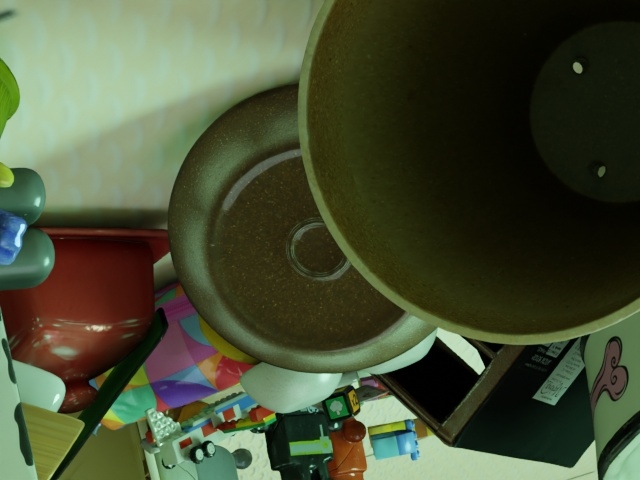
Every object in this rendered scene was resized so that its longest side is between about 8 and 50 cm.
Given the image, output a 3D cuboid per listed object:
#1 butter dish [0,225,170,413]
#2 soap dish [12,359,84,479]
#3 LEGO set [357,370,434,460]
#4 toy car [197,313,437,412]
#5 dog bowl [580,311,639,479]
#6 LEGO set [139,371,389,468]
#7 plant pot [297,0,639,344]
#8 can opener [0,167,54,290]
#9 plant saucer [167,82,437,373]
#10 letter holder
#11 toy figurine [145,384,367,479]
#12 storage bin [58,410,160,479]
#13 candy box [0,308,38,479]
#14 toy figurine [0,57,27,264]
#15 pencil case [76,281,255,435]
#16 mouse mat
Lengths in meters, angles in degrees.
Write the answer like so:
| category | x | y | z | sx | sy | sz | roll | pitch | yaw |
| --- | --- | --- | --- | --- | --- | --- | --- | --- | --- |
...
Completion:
| category | x | y | z | sx | sy | sz | roll | pitch | yaw |
| --- | --- | --- | --- | --- | --- | --- | --- | --- | --- |
| butter dish | -0.185 | 0.064 | 1.242 | 0.160 | 0.118 | 0.160 | 0 | 156 | -42 |
| soap dish | -0.327 | 0.138 | 1.182 | 0.291 | 0.118 | 0.229 | 18 | 151 | -16 |
| LEGO set | 0.089 | 0.162 | 1.709 | 0.093 | 0.087 | 0.227 | -11 | 180 | -1 |
| toy car | 0.009 | 0.027 | 1.243 | 0.182 | 0.159 | 0.136 | -25 | 166 | 23 |
| dog bowl | 0.369 | 0.044 | 1.295 | 0.408 | 0.150 | 0.408 | -16 | 155 | -8 |
| LEGO set | -0.049 | 0.121 | 1.363 | 0.182 | 0.060 | 0.244 | -19 | -176 | -11 |
| plant pot | 0.142 | -0.073 | 1.011 | 0.237 | 0.237 | 0.254 | -24 | 175 | 21 |
| can opener | -0.289 | 0.006 | 0.968 | 0.280 | 0.074 | 0.093 | -7 | 164 | -16 |
| plant saucer | 0.000 | 0.000 | 1.115 | 0.198 | 0.199 | 0.036 | -20 | -162 | 10 |
| letter holder | 0.136 | 0.064 | 1.518 | 0.152 | 0.214 | 0.302 | -54 | 153 | 8 |
| toy figurine | -0.069 | 0.185 | 1.678 | 0.209 | 0.148 | 0.213 | -15 | 165 | 14 |
| storage bin | -0.256 | 0.269 | 1.520 | 0.260 | 0.262 | 0.123 | -14 | -174 | -7 |
| candy box | -0.261 | 0.086 | 1.048 | 0.159 | 0.233 | 0.071 | -13 | -174 | -11 |
| toy figurine | -0.222 | -0.027 | 0.787 | 0.191 | 0.217 | 0.362 | -14 | 161 | -7 |
| pencil case | -0.088 | 0.072 | 1.386 | 0.236 | 0.104 | 0.104 | -22 | 161 | 12 |
| mouse mat | -0.167 | 0.130 | 1.272 | 0.190 | 0.007 | 0.152 | -55 | -173 | -1 |
